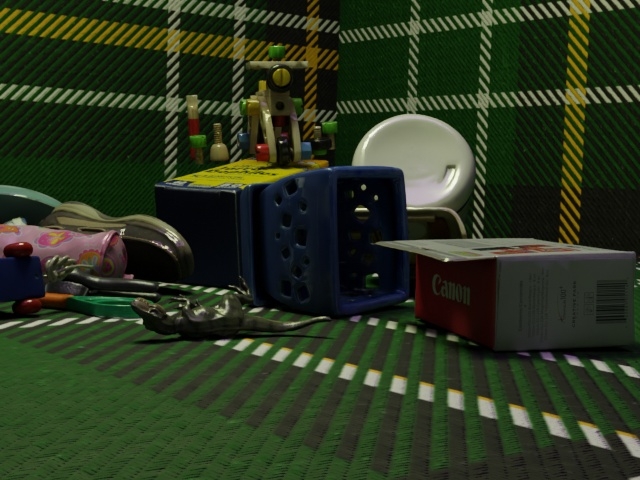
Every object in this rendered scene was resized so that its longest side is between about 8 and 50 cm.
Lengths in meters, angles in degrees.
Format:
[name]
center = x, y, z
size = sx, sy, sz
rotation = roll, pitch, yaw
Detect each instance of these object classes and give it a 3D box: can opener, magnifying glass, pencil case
[can opener]
center = -0.350, 0.081, 1.701
size = 0.186, 0.073, 0.059
rotation = 5, -35, -3
[magnifying glass]
center = -0.360, 0.097, 1.606
size = 0.231, 0.026, 0.092
rotation = 5, 5, 23
[pencil case]
center = -0.471, 0.036, 1.812
size = 0.284, 0.124, 0.124
rotation = 3, 4, 12

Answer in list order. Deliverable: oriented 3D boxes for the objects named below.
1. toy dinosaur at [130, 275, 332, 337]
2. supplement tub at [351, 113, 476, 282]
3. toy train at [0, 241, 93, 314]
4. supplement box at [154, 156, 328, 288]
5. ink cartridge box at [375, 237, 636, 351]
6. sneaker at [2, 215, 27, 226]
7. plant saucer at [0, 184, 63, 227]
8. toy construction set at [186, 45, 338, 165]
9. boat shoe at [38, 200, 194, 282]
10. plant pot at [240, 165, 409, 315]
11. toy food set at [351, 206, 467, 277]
[toy dinosaur]
center = -0.131, 0.097, 1.421
size = 0.268, 0.064, 0.118
rotation = 1, 18, -22
[supplement tub]
center = 0.177, -0.072, 2.096
size = 0.236, 0.235, 0.325
rotation = 2, -27, 2
[toy train]
center = -0.474, 0.064, 1.562
size = 0.143, 0.105, 0.248
rotation = -12, -4, 31
[supplement box]
center = -0.147, -0.046, 2.130
size = 0.194, 0.195, 0.356
rotation = 6, 15, 29
[ink cartridge box]
center = 0.247, 0.069, 1.499
size = 0.272, 0.130, 0.309
rotation = -1, 4, -14
[sneaker]
center = -0.666, 0.009, 2.170
size = 0.131, 0.111, 0.296
rotation = -5, 2, -19
[plant saucer]
center = -0.674, -0.044, 2.327
size = 0.318, 0.043, 0.317
rotation = 3, -26, 1
[toy construction set]
center = -0.138, -0.287, 2.211
size = 0.309, 0.237, 0.257
rotation = -1, 13, 11
[boat shoe]
center = -0.389, 0.028, 1.931
size = 0.356, 0.132, 0.130
rotation = 10, 37, 33
[plant pot]
center = 0.000, 0.000, 1.752
size = 0.212, 0.235, 0.236
rotation = -3, 1, 35
[toy food set]
center = 0.129, 0.032, 1.949
size = 0.306, 0.092, 0.219
rotation = -1, -28, 14
